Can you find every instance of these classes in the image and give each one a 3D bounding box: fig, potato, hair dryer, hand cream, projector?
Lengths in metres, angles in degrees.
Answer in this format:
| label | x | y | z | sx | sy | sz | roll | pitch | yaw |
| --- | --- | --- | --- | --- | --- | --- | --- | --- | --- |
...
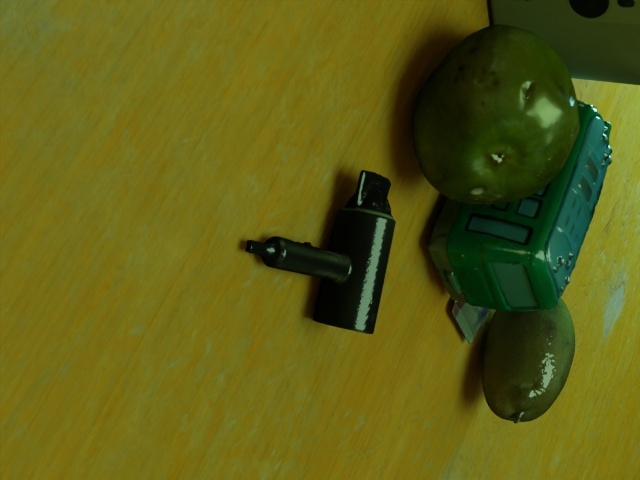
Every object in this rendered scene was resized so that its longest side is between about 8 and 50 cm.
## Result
| label | x | y | z | sx | sy | sz | roll | pitch | yaw |
| --- | --- | --- | --- | --- | --- | --- | --- | --- | --- |
| fig | 0.229 | -0.206 | 1.514 | 0.233 | 0.233 | 0.314 | 45 | 34 | -56 |
| potato | 0.349 | 0.201 | 1.890 | 0.174 | 0.159 | 0.251 | 37 | 53 | -30 |
| hair dryer | 0.000 | 0.000 | 1.299 | 0.248 | 0.077 | 0.196 | 14 | 87 | -55 |
| hand cream | 0.307 | 0.003 | 1.830 | 0.341 | 0.077 | 0.124 | -61 | 148 | -19 |
| projector | 0.416 | -0.392 | 1.682 | 0.248 | 0.249 | 0.249 | -52 | 140 | -37 |

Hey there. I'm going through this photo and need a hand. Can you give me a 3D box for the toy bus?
| label | x | y | z | sx | sy | sz | roll | pitch | yaw |
| --- | --- | --- | --- | --- | --- | --- | --- | --- | --- |
| toy bus | 0.312 | -0.067 | 1.678 | 0.344 | 0.199 | 0.183 | -65 | 147 | -24 |
